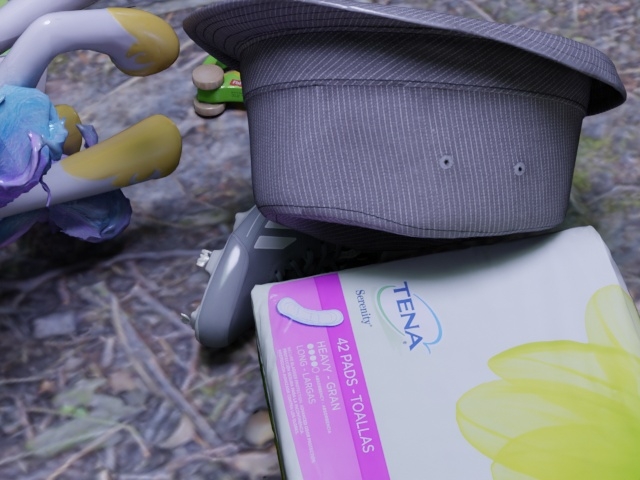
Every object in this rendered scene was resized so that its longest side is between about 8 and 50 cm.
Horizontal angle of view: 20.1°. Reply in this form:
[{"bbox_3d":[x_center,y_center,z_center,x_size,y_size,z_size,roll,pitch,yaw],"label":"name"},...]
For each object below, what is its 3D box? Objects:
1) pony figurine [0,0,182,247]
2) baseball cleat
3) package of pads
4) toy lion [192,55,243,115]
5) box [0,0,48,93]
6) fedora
[{"bbox_3d":[-0.257,-0.037,1.082,0.363,0.351,0.303,-22,62,-44],"label":"pony figurine"},{"bbox_3d":[0.000,0.000,1.181,0.109,0.072,0.206,23,57,15],"label":"baseball cleat"},{"bbox_3d":[0.094,0.132,1.032,0.229,0.101,0.296,-10,48,-5],"label":"package of pads"},{"bbox_3d":[-0.034,-0.125,1.326,0.100,0.034,0.096,10,42,13],"label":"toy lion"},{"bbox_3d":[-0.378,-0.185,1.344,0.232,0.058,0.322,-16,45,-33],"label":"box"},{"bbox_3d":[0.049,-0.059,1.096,0.275,0.244,0.124,7,84,-30],"label":"fedora"}]
